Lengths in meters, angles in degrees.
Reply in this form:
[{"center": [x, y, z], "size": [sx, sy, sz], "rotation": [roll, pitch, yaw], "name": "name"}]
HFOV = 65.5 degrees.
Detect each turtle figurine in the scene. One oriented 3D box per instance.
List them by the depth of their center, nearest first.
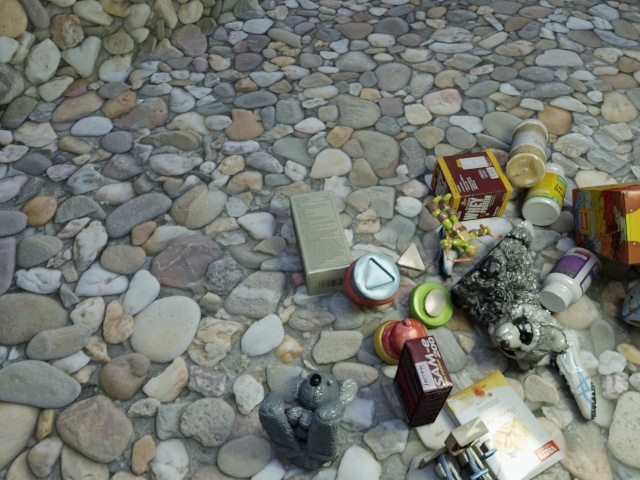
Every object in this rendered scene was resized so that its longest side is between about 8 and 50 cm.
[{"center": [0.416, -0.034, 1.495], "size": [0.270, 0.087, 0.217], "rotation": [-19, 71, -34], "name": "turtle figurine"}]

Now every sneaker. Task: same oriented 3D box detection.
[{"center": [0.648, 0.343, 1.283], "size": [0.086, 0.085, 0.237], "rotation": [-18, 52, 21], "name": "sneaker"}, {"center": [0.409, 0.035, 1.529], "size": [0.083, 0.071, 0.190], "rotation": [10, 53, 1], "name": "sneaker"}]

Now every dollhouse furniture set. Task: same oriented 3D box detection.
[{"center": [0.312, 0.499, 1.088], "size": [0.129, 0.183, 0.129], "rotation": [-22, 55, -16], "name": "dollhouse furniture set"}]

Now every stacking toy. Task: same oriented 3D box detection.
[{"center": [0.236, 0.144, 1.341], "size": [0.280, 0.130, 0.308], "rotation": [-26, 80, -24], "name": "stacking toy"}]

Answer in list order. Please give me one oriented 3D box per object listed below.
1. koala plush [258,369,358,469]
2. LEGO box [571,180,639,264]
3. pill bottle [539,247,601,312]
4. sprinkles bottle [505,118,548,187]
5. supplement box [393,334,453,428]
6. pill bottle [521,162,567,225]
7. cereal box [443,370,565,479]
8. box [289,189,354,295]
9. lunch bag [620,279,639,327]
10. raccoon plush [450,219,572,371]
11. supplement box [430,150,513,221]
[{"center": [-0.016, 0.403, 1.200], "size": [0.197, 0.203, 0.221], "rotation": [1, 30, 17], "name": "koala plush"}, {"center": [1.015, -0.076, 1.352], "size": [0.501, 0.372, 0.192], "rotation": [-6, 96, 9], "name": "LEGO box"}, {"center": [0.713, 0.116, 1.434], "size": [0.108, 0.108, 0.193], "rotation": [37, 60, 26], "name": "pill bottle"}, {"center": [0.706, -0.305, 1.696], "size": [0.121, 0.121, 0.355], "rotation": [18, 36, 15], "name": "sprinkles bottle"}, {"center": [0.237, 0.340, 1.180], "size": [0.073, 0.239, 0.130], "rotation": [-11, 53, -8], "name": "supplement box"}, {"center": [0.744, -0.158, 1.643], "size": [0.118, 0.117, 0.208], "rotation": [20, 54, 16], "name": "pill bottle"}, {"center": [0.437, 0.458, 1.205], "size": [0.173, 0.047, 0.240], "rotation": [-23, 55, -16], "name": "cereal box"}, {"center": [0.000, 0.000, 1.527], "size": [0.148, 0.121, 0.310], "rotation": [-9, 52, -5], "name": "box"}, {"center": [0.936, 0.173, 1.259], "size": [0.243, 0.303, 0.114], "rotation": [23, 74, 16], "name": "lunch bag"}, {"center": [0.576, 0.133, 1.358], "size": [0.447, 0.216, 0.299], "rotation": [-37, 75, -26], "name": "raccoon plush"}, {"center": [0.494, -0.178, 1.656], "size": [0.194, 0.129, 0.191], "rotation": [-8, 52, -5], "name": "supplement box"}]
